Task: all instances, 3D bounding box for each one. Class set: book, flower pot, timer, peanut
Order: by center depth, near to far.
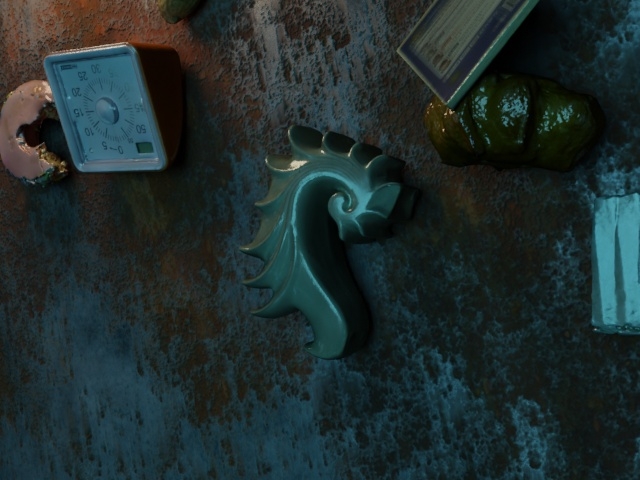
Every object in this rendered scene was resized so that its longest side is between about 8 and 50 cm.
[{"bbox_3d":[0.222,-0.335,1.341,0.228,0.018,0.322,-51,22,16],"label":"book"},{"bbox_3d":[0.000,0.000,1.522,0.254,0.164,0.368,24,101,24],"label":"flower pot"},{"bbox_3d":[-0.264,-0.516,1.736,0.089,0.089,0.193,33,106,27],"label":"peanut"},{"bbox_3d":[-0.403,-0.261,1.780,0.257,0.161,0.250,1,99,31],"label":"timer"}]

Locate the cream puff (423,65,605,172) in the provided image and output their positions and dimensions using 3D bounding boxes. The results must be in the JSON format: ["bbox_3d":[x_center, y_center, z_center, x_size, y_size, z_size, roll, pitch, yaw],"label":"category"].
[{"bbox_3d":[0.277,-0.183,1.327,0.269,0.241,0.155,6,89,60],"label":"cream puff"}]

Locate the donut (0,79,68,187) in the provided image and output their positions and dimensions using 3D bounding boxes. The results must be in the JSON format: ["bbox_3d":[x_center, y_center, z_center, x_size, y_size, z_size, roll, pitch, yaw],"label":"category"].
[{"bbox_3d":[-0.625,-0.234,1.954,0.199,0.085,0.233,9,95,31],"label":"donut"}]

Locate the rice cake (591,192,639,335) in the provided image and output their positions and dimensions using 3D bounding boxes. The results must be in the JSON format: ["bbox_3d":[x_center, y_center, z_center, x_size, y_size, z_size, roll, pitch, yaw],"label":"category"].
[{"bbox_3d":[0.460,0.035,1.309,0.124,0.038,0.211,-4,88,31],"label":"rice cake"}]
